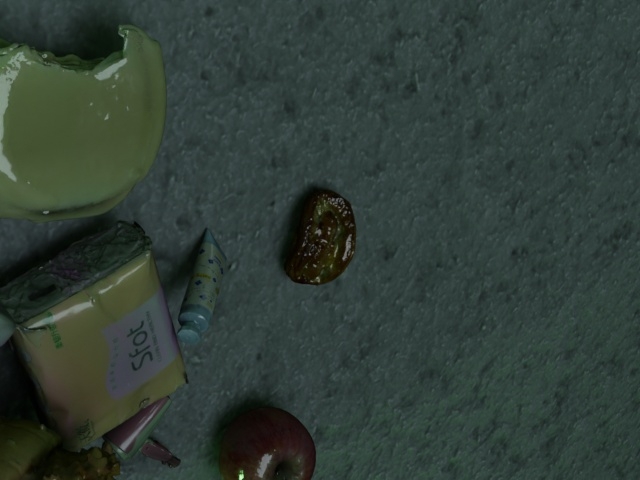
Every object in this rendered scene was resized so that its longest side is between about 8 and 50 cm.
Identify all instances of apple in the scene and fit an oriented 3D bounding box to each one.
[{"bbox_3d":[-0.084,0.326,1.794,0.153,0.120,0.154,-13,114,-32],"label":"apple"}]

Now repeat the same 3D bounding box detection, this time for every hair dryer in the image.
[{"bbox_3d":[-0.242,0.286,1.704,0.106,0.054,0.154,-45,143,-17],"label":"hair dryer"}]

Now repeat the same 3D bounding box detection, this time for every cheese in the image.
[{"bbox_3d":[-0.305,-0.146,1.367,0.266,0.127,0.233,-7,116,-38],"label":"cheese"}]

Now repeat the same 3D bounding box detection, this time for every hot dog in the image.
[{"bbox_3d":[0.000,-0.001,1.731,0.099,0.065,0.147,11,107,-32],"label":"hot dog"}]

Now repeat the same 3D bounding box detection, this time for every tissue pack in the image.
[{"bbox_3d":[-0.293,0.126,1.520,0.215,0.123,0.257,-31,138,-24],"label":"tissue pack"}]

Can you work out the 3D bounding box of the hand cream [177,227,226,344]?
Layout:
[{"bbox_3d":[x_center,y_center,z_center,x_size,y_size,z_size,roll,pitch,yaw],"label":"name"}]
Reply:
[{"bbox_3d":[-0.158,0.065,1.601,0.171,0.043,0.065,-76,150,-41],"label":"hand cream"}]

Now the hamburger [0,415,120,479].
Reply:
[{"bbox_3d":[-0.356,0.332,1.374,0.287,0.445,0.268,-40,90,-9],"label":"hamburger"}]

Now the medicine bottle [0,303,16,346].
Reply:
[{"bbox_3d":[-0.515,0.148,1.291,0.325,0.212,0.212,-49,133,-6],"label":"medicine bottle"}]
